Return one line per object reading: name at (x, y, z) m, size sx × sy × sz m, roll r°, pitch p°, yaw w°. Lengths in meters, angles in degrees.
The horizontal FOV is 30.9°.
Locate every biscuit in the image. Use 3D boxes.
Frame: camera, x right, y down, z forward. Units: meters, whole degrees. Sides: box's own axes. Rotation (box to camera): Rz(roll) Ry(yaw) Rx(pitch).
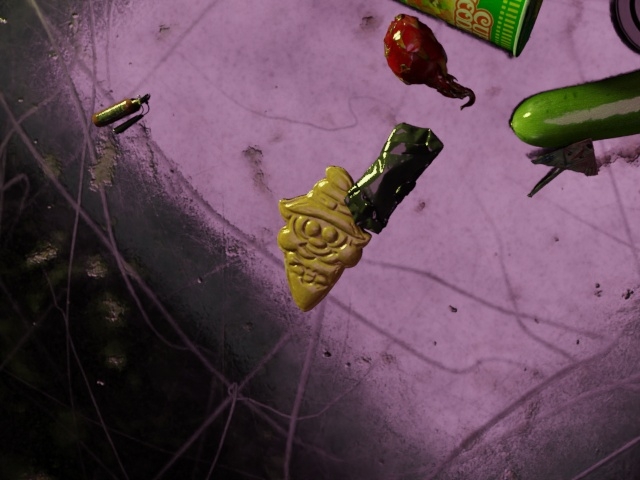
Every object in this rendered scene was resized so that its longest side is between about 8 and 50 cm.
biscuit at (0.000, 0.000, 1.928) m, size 0.162 × 0.035 × 0.250 m, roll 14°, pitch 101°, yaw 9°

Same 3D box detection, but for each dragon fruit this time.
dragon fruit at (0.169, -0.273, 1.842) m, size 0.094 × 0.094 × 0.190 m, roll -40°, pitch 103°, yaw 10°

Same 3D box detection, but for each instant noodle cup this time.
instant noodle cup at (0.226, -0.413, 1.772) m, size 0.232 × 0.207 × 0.207 m, roll 20°, pitch 100°, yaw 13°

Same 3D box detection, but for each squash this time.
squash at (0.485, -0.213, 1.804) m, size 0.378 × 0.101 × 0.101 m, roll -11°, pitch 97°, yaw 7°

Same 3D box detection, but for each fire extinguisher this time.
fire extinguisher at (-0.329, -0.208, 1.936) m, size 0.100 × 0.032 × 0.046 m, roll -22°, pitch 84°, yaw 15°

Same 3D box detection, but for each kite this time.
kite at (0.387, -0.112, 1.842) m, size 0.137 × 0.005 × 0.152 m, roll 9°, pitch 141°, yaw -26°

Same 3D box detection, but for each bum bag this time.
bum bag at (0.116, -0.104, 1.886) m, size 0.087 × 0.049 × 0.198 m, roll 36°, pitch 94°, yaw -4°

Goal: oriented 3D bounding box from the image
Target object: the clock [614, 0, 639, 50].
clock at (0.549, -0.371, 1.802) m, size 0.184 × 0.040 × 0.185 m, roll 1°, pitch 98°, yaw 8°
